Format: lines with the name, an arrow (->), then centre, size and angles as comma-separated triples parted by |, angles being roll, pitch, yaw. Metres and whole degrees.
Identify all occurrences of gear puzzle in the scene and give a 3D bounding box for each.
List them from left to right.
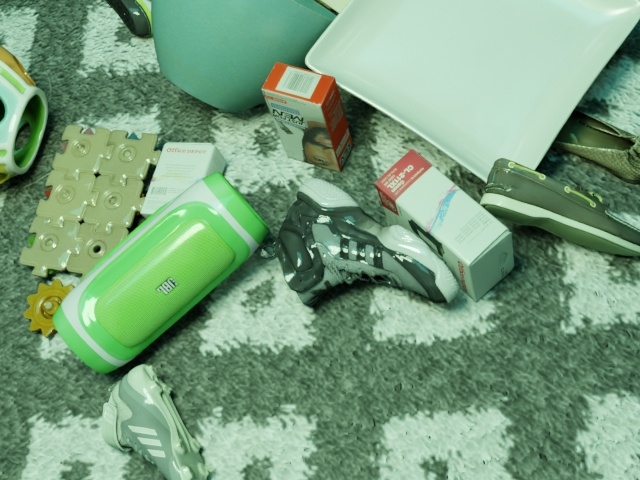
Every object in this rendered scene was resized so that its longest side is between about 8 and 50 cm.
gear puzzle -> -0.347, -0.013, 1.370 | 0.175, 0.044, 0.339 | 7, 69, 15

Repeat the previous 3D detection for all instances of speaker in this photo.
speaker -> -0.214, 0.043, 1.243 | 0.296, 0.131, 0.131 | -41, 62, 0

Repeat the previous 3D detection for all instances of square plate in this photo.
square plate -> 0.213, -0.280, 1.271 | 0.344, 0.049, 0.347 | 35, 79, 10

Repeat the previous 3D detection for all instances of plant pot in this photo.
plant pot -> -0.133, -0.306, 1.356 | 0.290, 0.290, 0.195 | 38, 107, 26

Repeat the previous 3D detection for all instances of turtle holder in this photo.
turtle holder -> -0.557, -0.166, 1.382 | 0.227, 0.243, 0.320 | 15, 58, 1

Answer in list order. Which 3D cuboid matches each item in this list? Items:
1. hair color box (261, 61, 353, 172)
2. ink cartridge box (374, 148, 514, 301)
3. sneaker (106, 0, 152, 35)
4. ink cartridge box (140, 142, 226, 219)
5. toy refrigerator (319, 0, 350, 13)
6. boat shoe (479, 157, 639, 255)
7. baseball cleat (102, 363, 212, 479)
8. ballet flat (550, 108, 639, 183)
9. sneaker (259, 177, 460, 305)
hair color box -> -0.015, -0.171, 1.295 | 0.093, 0.167, 0.053 | 18, 68, 20
ink cartridge box -> 0.163, -0.019, 1.200 | 0.072, 0.127, 0.175 | -42, 62, -8
sneaker -> -0.315, -0.434, 1.560 | 0.097, 0.084, 0.235 | -28, 65, -17
ink cartridge box -> -0.200, -0.080, 1.354 | 0.088, 0.052, 0.123 | 5, 66, 23
toy refrigerator -> 0.022, -0.409, 1.432 | 0.269, 0.102, 0.094 | 40, 107, 26
boat shoe -> 0.316, -0.039, 1.162 | 0.227, 0.081, 0.069 | 19, 80, -10
baseball cleat -> -0.217, 0.264, 1.191 | 0.109, 0.072, 0.206 | -36, 56, 10
ballet flat -> 0.346, -0.152, 1.264 | 0.249, 0.058, 0.084 | 29, 73, 24
sneaker -> 0.044, 0.040, 1.218 | 0.268, 0.101, 0.153 | 34, 80, 24
